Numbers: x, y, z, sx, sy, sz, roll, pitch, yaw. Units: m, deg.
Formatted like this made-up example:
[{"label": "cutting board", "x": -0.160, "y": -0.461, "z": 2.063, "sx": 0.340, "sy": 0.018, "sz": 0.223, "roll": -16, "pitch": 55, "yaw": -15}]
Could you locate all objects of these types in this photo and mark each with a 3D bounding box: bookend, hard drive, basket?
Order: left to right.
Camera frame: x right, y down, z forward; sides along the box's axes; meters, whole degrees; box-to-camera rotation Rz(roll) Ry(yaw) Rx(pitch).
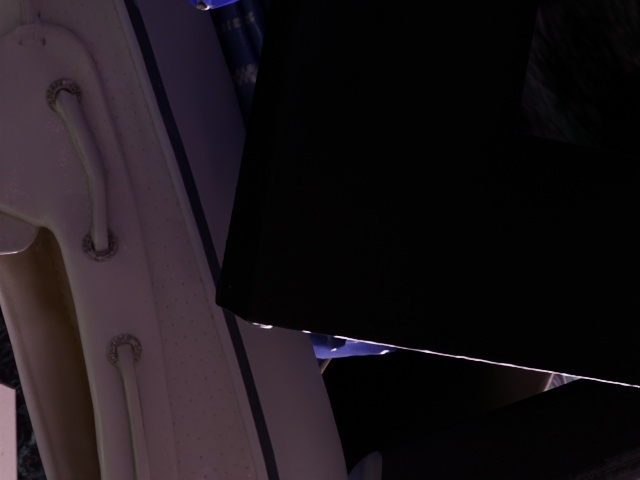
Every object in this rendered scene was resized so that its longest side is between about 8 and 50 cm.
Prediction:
[{"label": "basket", "x": 0.000, "y": 0.000, "z": 0.898, "sx": 0.227, "sy": 0.154, "sz": 0.204, "roll": 55, "pitch": 153, "yaw": 35}, {"label": "bookend", "x": 0.056, "y": -0.038, "z": 0.608, "sx": 0.072, "sy": 0.156, "sz": 0.157, "roll": -165, "pitch": 85, "yaw": -78}, {"label": "hard drive", "x": 0.089, "y": 0.108, "z": 0.768, "sx": 0.255, "sy": 0.172, "sz": 0.054, "roll": 80, "pitch": 169, "yaw": -76}]

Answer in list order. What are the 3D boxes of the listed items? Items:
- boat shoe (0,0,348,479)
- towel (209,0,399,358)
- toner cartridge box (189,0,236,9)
[{"label": "boat shoe", "x": -0.122, "y": -0.025, "z": 0.688, "sx": 0.136, "sy": 0.156, "sz": 0.367, "roll": -15, "pitch": 93, "yaw": 65}, {"label": "towel", "x": -0.070, "y": -0.107, "z": 0.760, "sx": 0.243, "sy": 0.040, "sz": 0.336, "roll": -9, "pitch": 98, "yaw": 64}, {"label": "toner cartridge box", "x": -0.089, "y": -0.227, "z": 0.573, "sx": 0.348, "sy": 0.075, "sz": 0.165, "roll": 47, "pitch": 148, "yaw": 43}]
